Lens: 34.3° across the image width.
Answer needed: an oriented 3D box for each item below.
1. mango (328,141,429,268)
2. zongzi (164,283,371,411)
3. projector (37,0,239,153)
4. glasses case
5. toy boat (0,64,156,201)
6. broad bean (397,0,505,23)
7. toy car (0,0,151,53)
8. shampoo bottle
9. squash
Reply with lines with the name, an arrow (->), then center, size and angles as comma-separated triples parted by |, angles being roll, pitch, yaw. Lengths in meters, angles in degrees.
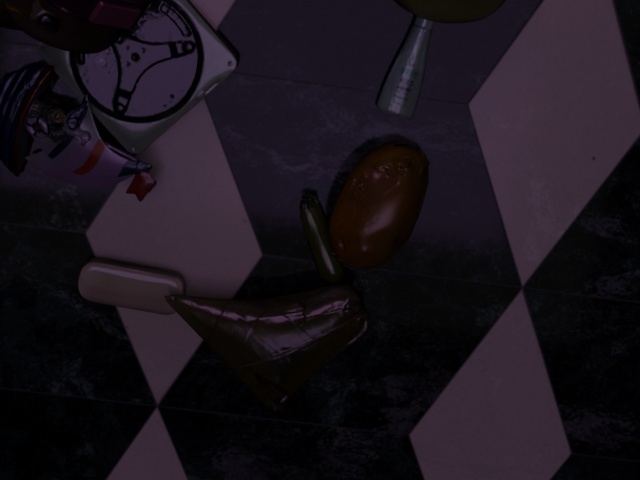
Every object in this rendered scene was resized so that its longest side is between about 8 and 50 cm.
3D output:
mango -> 0.111, -0.059, 1.872 | 0.156, 0.151, 0.248 | 25, 95, -46
zongzi -> -0.091, 0.126, 1.905 | 0.274, 0.145, 0.300 | -41, 105, 8
projector -> -0.317, -0.322, 1.806 | 0.257, 0.079, 0.259 | -40, 102, 10
glasses case -> -0.351, 0.085, 1.936 | 0.196, 0.050, 0.083 | 12, 103, -5
toy boat -> -0.458, -0.164, 1.843 | 0.219, 0.072, 0.318 | -36, 108, 24
broad bean -> 0.210, -0.467, 1.760 | 0.263, 0.121, 0.189 | 14, 97, -8
toy car -> -0.447, -0.419, 1.664 | 0.240, 0.271, 0.340 | -49, 65, 26
shampoo bottle -> 0.162, -0.316, 1.842 | 0.069, 0.041, 0.190 | 18, 104, -1
squash -> 0.000, 0.000, 1.922 | 0.052, 0.052, 0.183 | -18, 107, 4
